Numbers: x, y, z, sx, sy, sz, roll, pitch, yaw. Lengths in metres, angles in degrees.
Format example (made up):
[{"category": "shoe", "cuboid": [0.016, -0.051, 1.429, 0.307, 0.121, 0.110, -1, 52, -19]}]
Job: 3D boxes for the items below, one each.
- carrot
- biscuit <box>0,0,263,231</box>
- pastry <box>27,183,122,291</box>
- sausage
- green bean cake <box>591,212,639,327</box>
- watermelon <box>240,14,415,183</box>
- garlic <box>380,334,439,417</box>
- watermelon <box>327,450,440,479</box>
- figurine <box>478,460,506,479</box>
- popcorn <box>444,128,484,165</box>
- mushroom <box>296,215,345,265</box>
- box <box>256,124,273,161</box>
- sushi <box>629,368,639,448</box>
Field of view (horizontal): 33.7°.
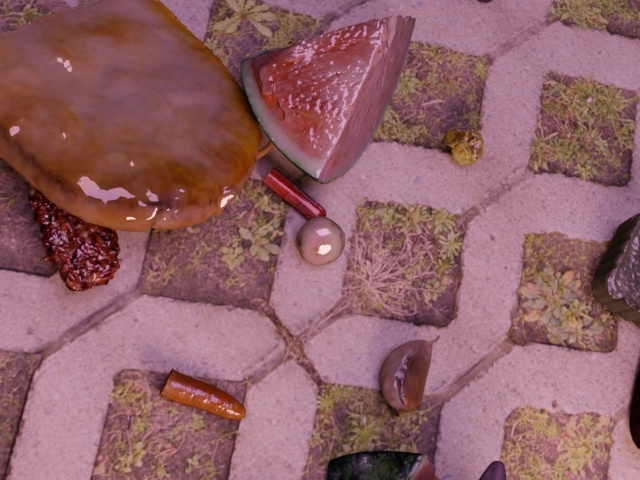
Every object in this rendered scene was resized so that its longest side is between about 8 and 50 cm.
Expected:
[{"category": "carrot", "cuboid": [-0.178, 0.242, 1.638, 0.139, 0.048, 0.048, 23, 68, -13]}, {"category": "biscuit", "cuboid": [-0.304, -0.200, 1.646, 0.446, 0.104, 0.429, 43, 46, 7]}, {"category": "pastry", "cuboid": [-0.376, -0.021, 1.619, 0.115, 0.097, 0.208, -24, 80, -3]}, {"category": "sausage", "cuboid": [-0.039, -0.071, 1.784, 0.129, 0.034, 0.034, 39, 66, -5]}, {"category": "green bean cake", "cuboid": [0.604, 0.068, 1.926, 0.183, 0.094, 0.185, 33, 67, -7]}, {"category": "watermelon", "cuboid": [-0.001, -0.275, 1.773, 0.222, 0.292, 0.319, 23, 97, 8]}, {"category": "garlic", "cuboid": [0.139, 0.216, 1.746, 0.084, 0.066, 0.152, 28, 68, -39]}, {"category": "watermelon", "cuboid": [0.120, 0.424, 1.645, 0.202, 0.136, 0.207, -2, 89, -13]}, {"category": "figurine", "cuboid": [0.180, 0.499, 1.582, 0.361, 0.266, 0.378, 27, 59, -7]}, {"category": "popcorn", "cuboid": [0.257, -0.172, 1.903, 0.083, 0.068, 0.059, 44, 19, 23]}, {"category": "mushroom", "cuboid": [0.000, 0.000, 1.756, 0.083, 0.083, 0.067, 12, 26, -15]}, {"category": "box", "cuboid": [-0.126, -0.183, 1.787, 0.105, 0.037, 0.105, 5, 73, -17]}, {"category": "sushi", "cuboid": [0.631, 0.285, 1.849, 0.126, 0.136, 0.225, 25, 61, -13]}]
